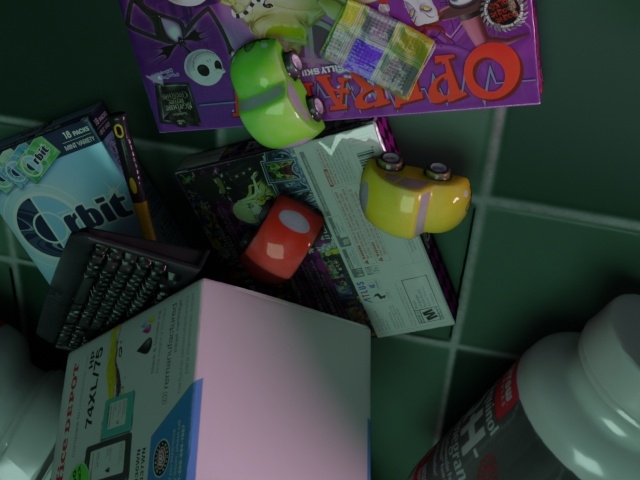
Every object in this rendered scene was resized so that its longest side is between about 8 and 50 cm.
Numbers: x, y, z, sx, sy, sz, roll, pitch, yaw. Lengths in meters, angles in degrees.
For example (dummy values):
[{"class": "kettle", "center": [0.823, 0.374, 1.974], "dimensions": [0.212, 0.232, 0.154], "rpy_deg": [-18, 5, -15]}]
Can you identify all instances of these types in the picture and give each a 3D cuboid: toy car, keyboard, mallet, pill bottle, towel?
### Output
[{"class": "toy car", "center": [-0.014, -0.065, 0.823], "dimensions": [0.239, 0.053, 0.225], "rpy_deg": [-18, 117, 25]}, {"class": "keyboard", "center": [-0.171, 0.074, 0.951], "dimensions": [0.201, 0.033, 0.317], "rpy_deg": [12, 155, -17]}, {"class": "mallet", "center": [-0.181, -0.031, 0.915], "dimensions": [0.062, 0.039, 0.189], "rpy_deg": [-11, 116, 14]}, {"class": "pill bottle", "center": [-0.459, 0.154, 1.060], "dimensions": [0.363, 0.210, 0.210], "rpy_deg": [28, 126, -5]}, {"class": "towel", "center": [0.047, -0.155, 0.771], "dimensions": [0.083, 0.009, 0.060], "rpy_deg": [28, 127, -4]}, {"class": "pill bottle", "center": [0.231, 0.200, 0.913], "dimensions": [0.176, 0.176, 0.318], "rpy_deg": [30, 126, -6]}]

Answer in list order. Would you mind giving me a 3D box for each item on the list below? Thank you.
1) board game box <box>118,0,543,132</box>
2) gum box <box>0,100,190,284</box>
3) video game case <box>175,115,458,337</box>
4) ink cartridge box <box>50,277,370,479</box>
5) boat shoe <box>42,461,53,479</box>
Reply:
[{"class": "board game box", "center": [0.000, -0.200, 0.788], "dimensions": [0.347, 0.056, 0.208], "rpy_deg": [-3, 127, 18]}, {"class": "gum box", "center": [-0.244, -0.032, 0.974], "dimensions": [0.157, 0.041, 0.184], "rpy_deg": [-16, 118, 24]}, {"class": "video game case", "center": [0.000, 0.000, 0.925], "dimensions": [0.210, 0.042, 0.232], "rpy_deg": [-13, 119, 23]}, {"class": "ink cartridge box", "center": [-0.110, 0.187, 0.916], "dimensions": [0.197, 0.198, 0.270], "rpy_deg": [20, 149, -33]}, {"class": "boat shoe", "center": [-0.258, 0.260, 1.151], "dimensions": [0.095, 0.084, 0.258], "rpy_deg": [38, 125, -11]}]
